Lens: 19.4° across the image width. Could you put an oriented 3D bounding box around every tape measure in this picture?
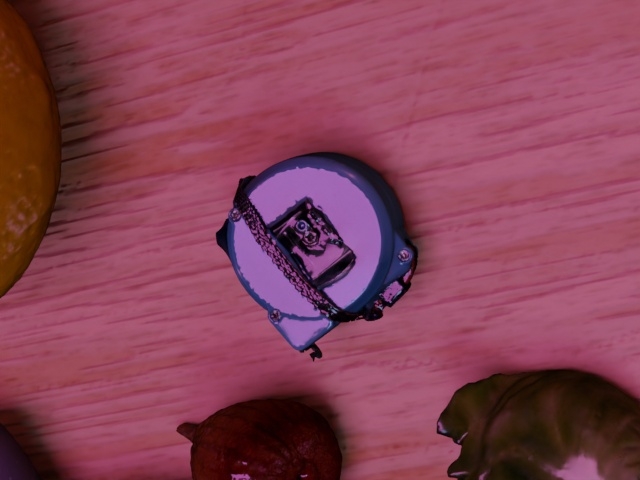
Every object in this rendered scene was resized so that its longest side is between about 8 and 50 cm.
[{"bbox_3d":[0.000,0.000,1.384,0.125,0.081,0.146,-39,87,16],"label":"tape measure"}]

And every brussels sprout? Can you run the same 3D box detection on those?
[{"bbox_3d":[0.178,0.165,1.348,0.181,0.100,0.139,21,92,28],"label":"brussels sprout"}]

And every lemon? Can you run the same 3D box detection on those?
[{"bbox_3d":[-0.317,-0.076,1.406,0.261,0.260,0.284,-21,77,26],"label":"lemon"}]

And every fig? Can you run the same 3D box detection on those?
[{"bbox_3d":[-0.048,0.160,1.447,0.119,0.153,0.119,-11,127,-14],"label":"fig"}]

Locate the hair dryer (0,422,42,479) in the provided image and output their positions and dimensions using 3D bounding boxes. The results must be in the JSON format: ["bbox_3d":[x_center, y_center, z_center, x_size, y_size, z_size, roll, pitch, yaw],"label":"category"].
[{"bbox_3d":[-0.149,0.280,1.520,0.361,0.121,0.301,-7,110,19],"label":"hair dryer"}]
